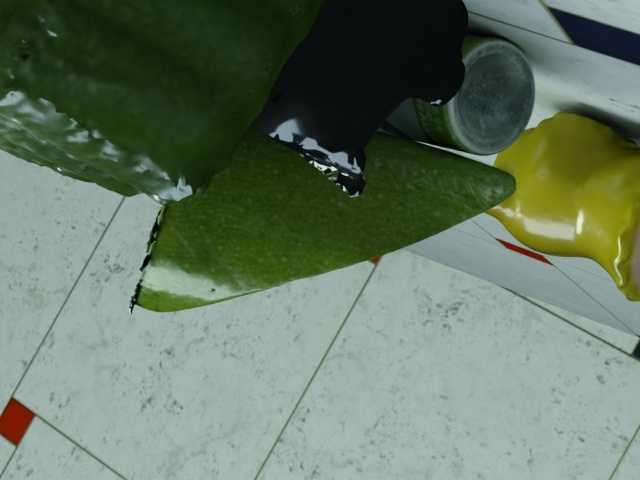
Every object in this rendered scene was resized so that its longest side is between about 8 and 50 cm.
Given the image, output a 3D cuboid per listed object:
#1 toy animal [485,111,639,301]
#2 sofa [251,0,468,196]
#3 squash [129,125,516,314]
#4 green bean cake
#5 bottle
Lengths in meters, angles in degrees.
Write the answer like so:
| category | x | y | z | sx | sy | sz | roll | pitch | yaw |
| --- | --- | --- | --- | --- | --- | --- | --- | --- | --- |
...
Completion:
| category | x | y | z | sx | sy | sz | roll | pitch | yaw |
| --- | --- | --- | --- | --- | --- | --- | --- | --- | --- |
| toy animal | 0.248 | -0.025 | 1.482 | 0.230 | 0.156 | 0.156 | 17 | 173 | 36 |
| sofa | -0.041 | -0.180 | 1.204 | 0.258 | 0.182 | 0.200 | 26 | -167 | -36 |
| squash | 0.000 | 0.000 | 1.360 | 0.261 | 0.189 | 0.189 | 16 | 177 | -7 |
| green bean cake | -0.105 | -0.159 | 0.869 | 0.156 | 0.249 | 0.247 | 27 | 174 | -37 |
| bottle | 0.038 | -0.140 | 1.474 | 0.093 | 0.093 | 0.330 | 26 | 175 | -37 |
